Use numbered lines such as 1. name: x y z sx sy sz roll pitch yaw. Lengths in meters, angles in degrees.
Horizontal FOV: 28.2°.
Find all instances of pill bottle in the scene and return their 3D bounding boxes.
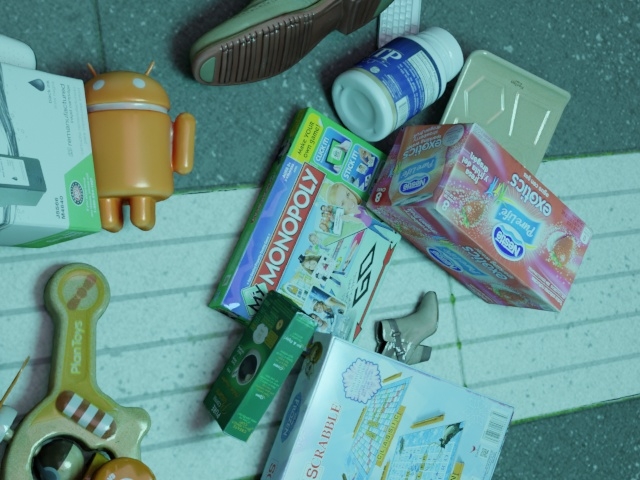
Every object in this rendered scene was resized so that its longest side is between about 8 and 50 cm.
1. pill bottle: 0.117 -0.233 1.847 0.187 0.112 0.112 -37 101 -31

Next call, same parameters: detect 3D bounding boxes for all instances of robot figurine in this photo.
1. robot figurine: -0.254 -0.122 1.632 0.128 0.158 0.219 4 82 -50

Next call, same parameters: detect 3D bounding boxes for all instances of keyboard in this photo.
1. keyboard: 0.125 -0.404 1.930 0.072 0.014 0.256 9 80 -27

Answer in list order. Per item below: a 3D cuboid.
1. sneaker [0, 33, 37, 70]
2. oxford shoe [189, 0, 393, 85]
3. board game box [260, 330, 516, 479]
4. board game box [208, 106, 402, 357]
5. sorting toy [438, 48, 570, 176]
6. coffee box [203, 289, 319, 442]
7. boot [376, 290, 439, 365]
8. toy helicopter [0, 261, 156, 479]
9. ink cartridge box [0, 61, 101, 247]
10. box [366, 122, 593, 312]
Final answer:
1. sneaker: -0.458 -0.226 1.526 0.270 0.145 0.090 2 83 -28
2. oxford shoe: -0.053 -0.327 1.791 0.348 0.123 0.130 -29 71 -26
3. board game box: 0.082 0.326 1.764 0.318 0.066 0.318 24 83 -24
4. board game box: 0.000 0.000 1.798 0.213 0.046 0.317 30 71 -22
5. sorting toy: 0.261 -0.163 1.925 0.193 0.038 0.208 21 98 -27
6. coffee box: -0.080 0.163 1.668 0.040 0.113 0.184 31 91 -25
7. boot: 0.124 0.126 1.851 0.087 0.042 0.118 10 79 -24
8. toy helicopter: -0.326 0.198 1.578 0.235 0.140 0.355 6 71 -18
9. ink cartridge box: -0.395 -0.101 1.483 0.273 0.115 0.198 4 75 -59
10. box: 0.232 -0.031 1.831 0.300 0.154 0.142 37 70 -34
